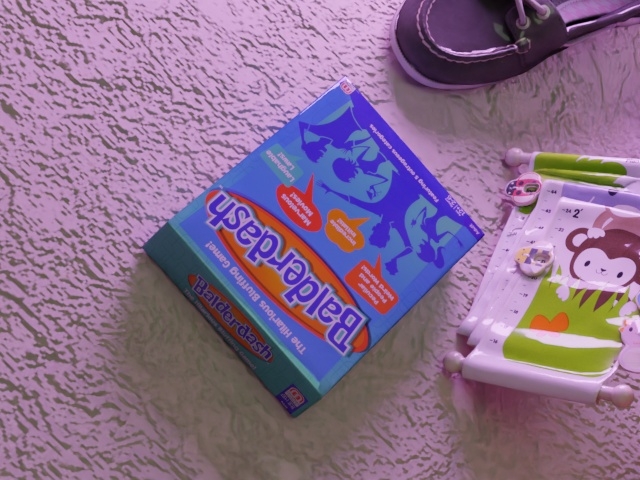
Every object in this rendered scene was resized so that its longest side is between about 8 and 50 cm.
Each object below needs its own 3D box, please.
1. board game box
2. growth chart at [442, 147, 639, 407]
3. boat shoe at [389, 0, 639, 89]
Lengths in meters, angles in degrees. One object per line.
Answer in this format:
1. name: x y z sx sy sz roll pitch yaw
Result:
1. board game box: 0.000 0.000 1.247 0.160 0.047 0.210 48 52 -1
2. growth chart: 0.188 0.022 1.296 0.021 0.172 0.237 61 41 -43
3. boat shoe: 0.198 -0.213 1.444 0.335 0.095 0.112 -21 78 -37
